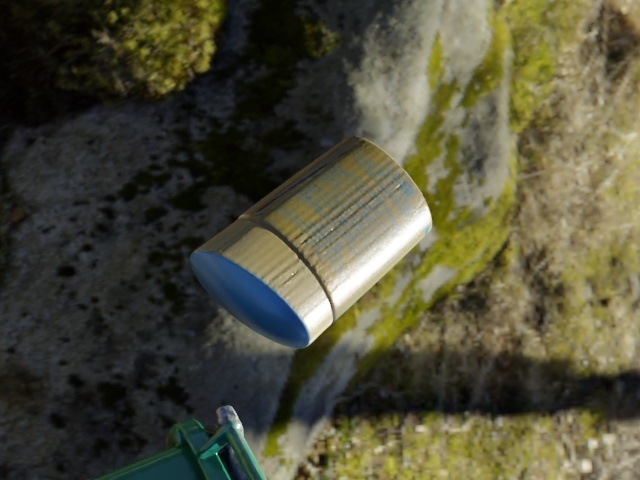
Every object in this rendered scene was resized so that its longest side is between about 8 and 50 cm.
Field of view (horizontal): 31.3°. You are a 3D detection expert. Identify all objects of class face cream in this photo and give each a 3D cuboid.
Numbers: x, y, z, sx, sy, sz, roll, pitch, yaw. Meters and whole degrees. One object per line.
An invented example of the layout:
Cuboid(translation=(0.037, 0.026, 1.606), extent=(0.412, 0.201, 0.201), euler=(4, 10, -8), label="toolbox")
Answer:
Cuboid(translation=(0.000, 0.000, 1.154), extent=(0.139, 0.067, 0.285), euler=(48, 43, 3), label="face cream")

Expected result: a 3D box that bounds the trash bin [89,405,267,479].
Cuboid(translation=(-0.201, 0.337, 0.975), extent=(0.381, 0.295, 0.259), euler=(-14, 51, -28), label="trash bin")
